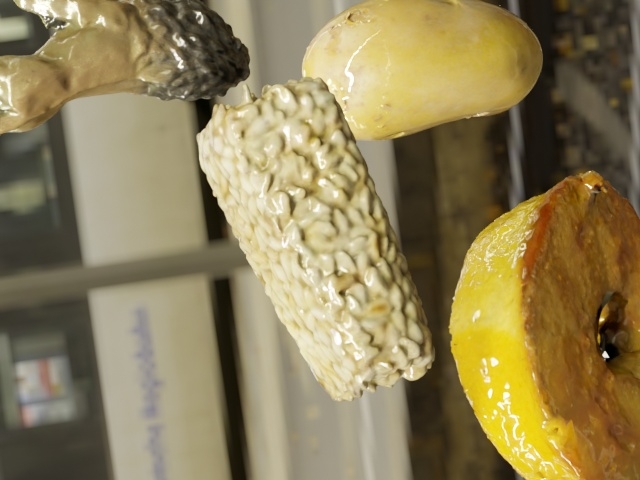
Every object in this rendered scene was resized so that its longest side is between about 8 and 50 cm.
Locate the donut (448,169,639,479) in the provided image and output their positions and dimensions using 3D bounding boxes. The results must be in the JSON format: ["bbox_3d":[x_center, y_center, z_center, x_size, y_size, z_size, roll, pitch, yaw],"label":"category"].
[{"bbox_3d":[0.195,0.076,1.479,0.253,0.118,0.253,33,-133,-44],"label":"donut"}]

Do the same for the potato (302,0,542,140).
[{"bbox_3d":[0.097,-0.166,1.874,0.150,0.234,0.146,-135,36,-59],"label":"potato"}]

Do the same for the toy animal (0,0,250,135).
[{"bbox_3d":[-0.142,-0.090,1.004,0.069,0.219,0.086,90,157,-48],"label":"toy animal"}]

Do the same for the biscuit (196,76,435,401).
[{"bbox_3d":[0.000,0.000,1.008,0.168,0.070,0.082,64,168,5],"label":"biscuit"}]
